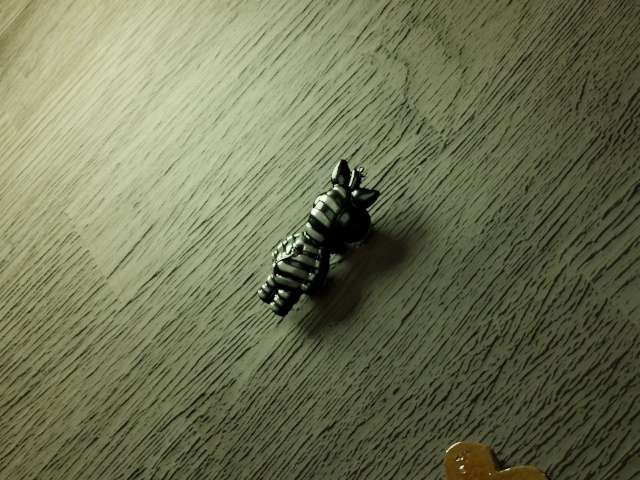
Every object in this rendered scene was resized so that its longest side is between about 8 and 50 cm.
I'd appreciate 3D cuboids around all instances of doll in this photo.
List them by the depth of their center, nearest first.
[{"bbox_3d":[0.000,0.000,1.836,0.219,0.067,0.091,-55,47,8],"label":"doll"}]

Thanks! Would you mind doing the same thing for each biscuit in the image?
[{"bbox_3d":[0.144,0.340,1.537,0.165,0.036,0.250,22,77,45],"label":"biscuit"}]
